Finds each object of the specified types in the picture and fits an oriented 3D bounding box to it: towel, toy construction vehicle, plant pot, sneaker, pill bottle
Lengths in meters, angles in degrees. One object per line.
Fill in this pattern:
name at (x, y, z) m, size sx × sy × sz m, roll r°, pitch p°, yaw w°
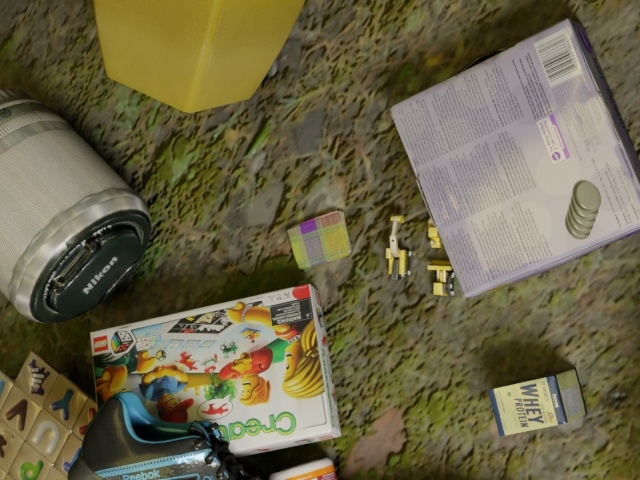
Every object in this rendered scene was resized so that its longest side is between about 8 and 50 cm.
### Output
towel at (0.000, 0.000, 1.750) m, size 0.083 × 0.009 × 0.060 m, roll -19°, pitch 83°, yaw 28°
toy construction vehicle at (0.122, 0.019, 1.671) m, size 0.085 × 0.035 × 0.098 m, roll 5°, pitch 94°, yaw 28°
plant pot at (-0.161, -0.279, 1.729) m, size 0.212 × 0.212 × 0.187 m, roll 25°, pitch 116°, yaw 25°
sneaker at (-0.132, 0.298, 1.628) m, size 0.340 × 0.125 × 0.140 m, roll 22°, pitch 102°, yaw 4°
pill bottle at (-0.006, 0.356, 1.720) m, size 0.086 × 0.086 × 0.152 m, roll -20°, pitch 82°, yaw 27°

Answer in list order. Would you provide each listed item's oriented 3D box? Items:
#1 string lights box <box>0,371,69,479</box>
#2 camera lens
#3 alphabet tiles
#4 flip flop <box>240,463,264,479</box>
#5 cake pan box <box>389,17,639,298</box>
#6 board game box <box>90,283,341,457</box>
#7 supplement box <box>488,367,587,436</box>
string lights box at (-0.418, 0.323, 1.944) m, size 0.133 × 0.076 × 0.260 m, roll -7°, pitch 88°, yaw 27°
camera lens at (-0.379, -0.043, 1.831) m, size 0.274 × 0.219 × 0.219 m, roll 44°, pitch 110°, yaw 20°
alphabet tiles at (-0.412, 0.340, 1.892) m, size 0.285 × 0.011 × 0.343 m, roll 35°, pitch 106°, yaw 21°
flip flop at (-0.116, 0.313, 1.778) m, size 0.080 × 0.112 × 0.277 m, roll -28°, pitch 73°, yaw 11°
cake pan box at (0.233, -0.096, 1.592) m, size 0.245 × 0.070 × 0.267 m, roll -26°, pitch 80°, yaw 24°
board game box at (-0.137, 0.182, 1.738) m, size 0.305 × 0.053 × 0.193 m, roll -13°, pitch 71°, yaw 12°
supplement box at (0.252, 0.187, 1.579) m, size 0.083 × 0.083 × 0.056 m, roll -17°, pitch 83°, yaw 27°
